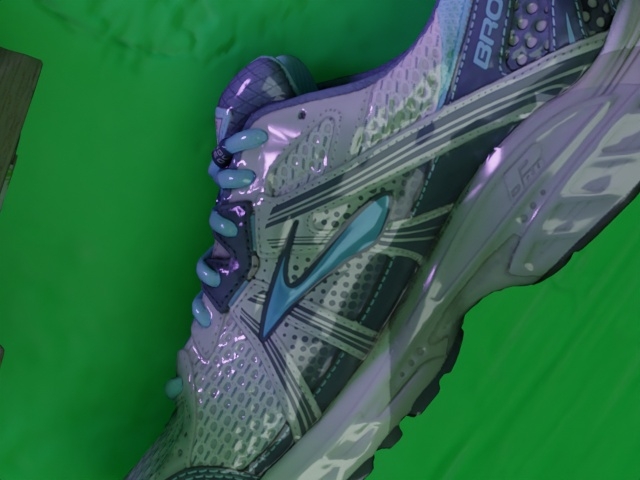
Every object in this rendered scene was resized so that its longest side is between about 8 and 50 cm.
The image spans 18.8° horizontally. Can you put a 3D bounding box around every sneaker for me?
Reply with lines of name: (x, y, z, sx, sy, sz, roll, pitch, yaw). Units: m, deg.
sneaker: (0.000, 0.000, 0.680, 0.122, 0.110, 0.283, 41, 98, -6)

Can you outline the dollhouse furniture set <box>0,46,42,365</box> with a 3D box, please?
dollhouse furniture set: (-0.223, 0.042, 0.570, 0.242, 0.161, 0.212, 16, 129, -8)
